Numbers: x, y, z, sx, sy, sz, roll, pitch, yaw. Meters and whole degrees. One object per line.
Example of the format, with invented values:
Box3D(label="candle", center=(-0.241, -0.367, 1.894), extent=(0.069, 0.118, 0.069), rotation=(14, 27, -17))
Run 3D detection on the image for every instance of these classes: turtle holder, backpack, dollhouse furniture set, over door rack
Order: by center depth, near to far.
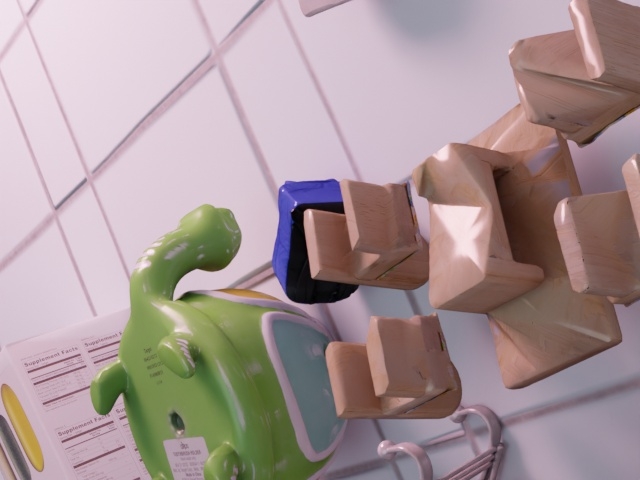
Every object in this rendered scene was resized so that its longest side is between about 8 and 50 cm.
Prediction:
Box3D(label="dollhouse furniture set", center=(0.211, 0.082, 0.825), extent=(0.362, 0.257, 0.394), rotation=(-38, 54, 47))
Box3D(label="over door rack", center=(0.065, 0.336, 0.998), extent=(0.108, 0.240, 0.324), rotation=(17, 114, 42))
Box3D(label="backpack", center=(0.000, 0.000, 1.071), extent=(0.101, 0.098, 0.120), rotation=(-122, 33, -62))
Box3D(label="turtle holder", center=(-0.107, 0.150, 1.136), extent=(0.320, 0.228, 0.243), rotation=(52, 136, 23))

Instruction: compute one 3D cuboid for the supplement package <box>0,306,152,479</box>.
Box3D(label="supplement package", center=(-0.324, 0.270, 1.436), extent=(0.199, 0.198, 0.262), rotation=(-46, 69, 46))

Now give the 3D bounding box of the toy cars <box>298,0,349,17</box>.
Box3D(label="toy cars", center=(-0.057, -0.385, 1.014), extent=(0.393, 0.087, 0.176), rotation=(47, 138, 22))
